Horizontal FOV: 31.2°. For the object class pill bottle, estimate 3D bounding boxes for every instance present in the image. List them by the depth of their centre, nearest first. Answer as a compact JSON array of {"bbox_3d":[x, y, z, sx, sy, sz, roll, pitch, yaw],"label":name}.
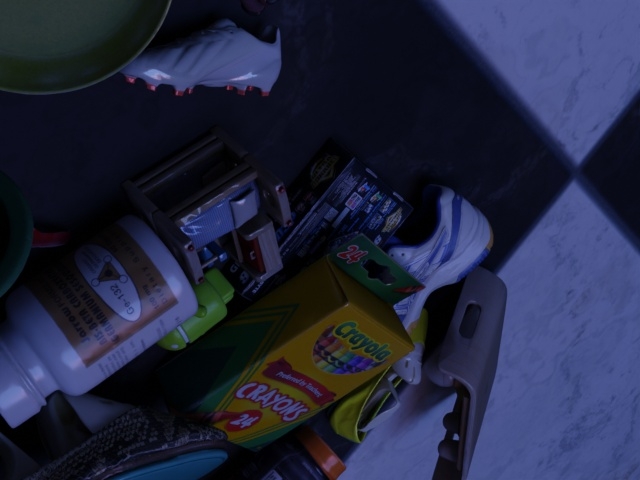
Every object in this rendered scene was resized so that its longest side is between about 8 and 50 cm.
[{"bbox_3d":[-0.254,0.086,1.195,0.229,0.131,0.131,-36,142,-17],"label":"pill bottle"},{"bbox_3d":[-0.078,0.378,1.644,0.245,0.130,0.130,-42,144,-9],"label":"pill bottle"}]

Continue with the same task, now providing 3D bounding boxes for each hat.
[{"bbox_3d":[-0.336,0.036,1.068,0.208,0.173,0.183,-9,153,-11],"label":"hat"}]

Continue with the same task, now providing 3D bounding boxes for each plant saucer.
[{"bbox_3d":[-0.235,-0.235,0.920,0.241,0.037,0.241,-2,120,-4],"label":"plant saucer"}]

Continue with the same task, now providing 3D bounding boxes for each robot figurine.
[{"bbox_3d":[-0.157,0.082,1.345,0.115,0.067,0.101,-38,173,-16],"label":"robot figurine"}]

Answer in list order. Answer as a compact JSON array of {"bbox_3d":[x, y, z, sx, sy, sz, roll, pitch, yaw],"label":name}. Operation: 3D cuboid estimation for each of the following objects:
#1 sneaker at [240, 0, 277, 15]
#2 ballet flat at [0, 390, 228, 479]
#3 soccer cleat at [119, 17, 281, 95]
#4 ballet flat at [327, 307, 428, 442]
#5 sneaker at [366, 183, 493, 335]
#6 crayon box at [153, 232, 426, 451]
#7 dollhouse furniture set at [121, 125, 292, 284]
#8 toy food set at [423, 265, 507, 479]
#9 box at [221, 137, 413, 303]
[{"bbox_3d":[-0.098,-0.262,1.065,0.281,0.106,0.162,-31,144,-23],"label":"sneaker"},{"bbox_3d":[-0.311,0.264,1.247,0.482,0.182,0.164,-26,164,-43],"label":"ballet flat"},{"bbox_3d":[-0.119,-0.187,1.149,0.196,0.068,0.076,-6,112,-44],"label":"soccer cleat"},{"bbox_3d":[0.105,0.209,1.723,0.231,0.077,0.077,-51,145,3],"label":"ballet flat"},{"bbox_3d":[0.094,0.046,1.566,0.296,0.112,0.131,-47,123,0],"label":"sneaker"},{"bbox_3d":[-0.022,0.136,1.442,0.318,0.081,0.202,-35,146,13],"label":"crayon box"},{"bbox_3d":[-0.111,0.001,1.266,0.129,0.129,0.184,-34,142,-19],"label":"dollhouse furniture set"},{"bbox_3d":[0.217,0.220,1.798,0.306,0.092,0.220,89,19,-44],"label":"toy food set"},{"bbox_3d":[0.000,0.000,1.446,0.220,0.051,0.175,-51,144,3],"label":"box"}]
